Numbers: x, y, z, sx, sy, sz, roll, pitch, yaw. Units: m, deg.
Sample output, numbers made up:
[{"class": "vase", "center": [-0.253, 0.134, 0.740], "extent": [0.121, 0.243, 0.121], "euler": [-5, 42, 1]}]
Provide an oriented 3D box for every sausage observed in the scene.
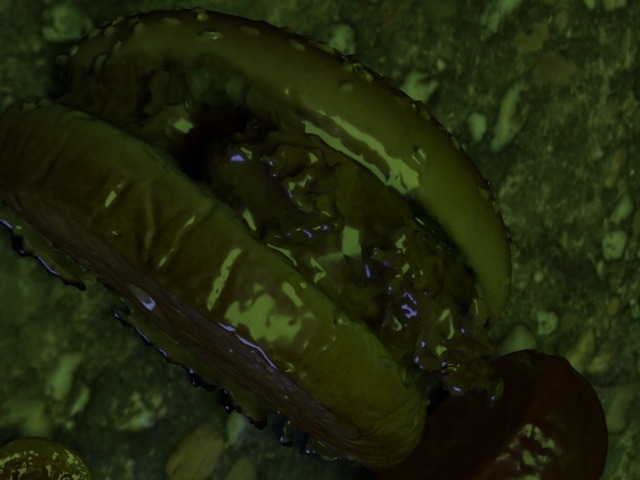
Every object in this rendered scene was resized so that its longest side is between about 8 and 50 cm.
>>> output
[{"class": "sausage", "center": [0.148, 0.216, 1.205], "extent": [0.268, 0.153, 0.141], "euler": [-46, 127, -17]}]

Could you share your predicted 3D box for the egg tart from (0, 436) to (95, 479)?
[{"class": "egg tart", "center": [-0.233, 0.213, 1.055], "extent": [0.130, 0.052, 0.130], "euler": [-3, 96, -30]}]

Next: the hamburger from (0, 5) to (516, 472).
[{"class": "hamburger", "center": [0.000, 0.000, 1.034], "extent": [0.445, 0.287, 0.268], "euler": [43, 73, -28]}]
